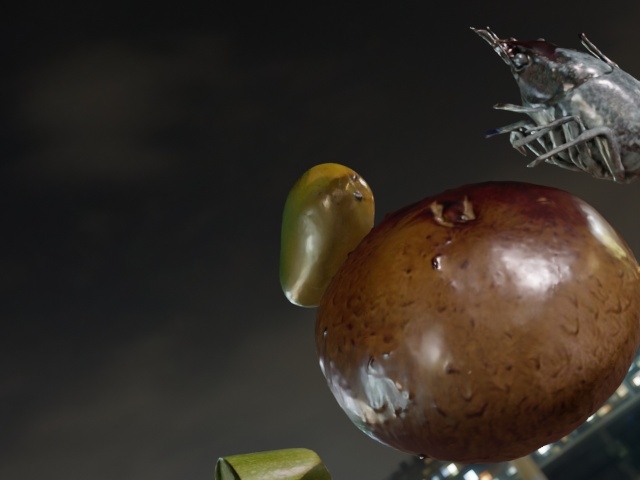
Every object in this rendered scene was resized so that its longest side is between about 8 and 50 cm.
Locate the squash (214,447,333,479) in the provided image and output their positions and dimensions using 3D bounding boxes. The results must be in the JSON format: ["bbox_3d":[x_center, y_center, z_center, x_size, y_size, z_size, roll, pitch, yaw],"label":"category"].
[{"bbox_3d":[-0.055,0.328,1.545,0.123,0.170,0.170,-16,-21,-25],"label":"squash"}]

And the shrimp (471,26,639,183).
[{"bbox_3d":[0.338,-0.108,1.429,0.221,0.411,0.166,-33,-36,-48],"label":"shrimp"}]

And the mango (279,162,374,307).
[{"bbox_3d":[0.000,0.000,1.939,0.114,0.156,0.251,-11,-51,-47],"label":"mango"}]

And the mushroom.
[{"bbox_3d":[0.163,0.098,1.333,0.356,0.331,0.334,78,-158,-54],"label":"mushroom"}]
